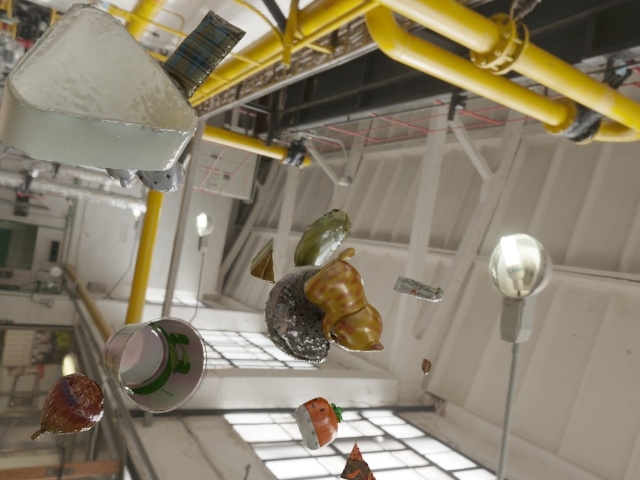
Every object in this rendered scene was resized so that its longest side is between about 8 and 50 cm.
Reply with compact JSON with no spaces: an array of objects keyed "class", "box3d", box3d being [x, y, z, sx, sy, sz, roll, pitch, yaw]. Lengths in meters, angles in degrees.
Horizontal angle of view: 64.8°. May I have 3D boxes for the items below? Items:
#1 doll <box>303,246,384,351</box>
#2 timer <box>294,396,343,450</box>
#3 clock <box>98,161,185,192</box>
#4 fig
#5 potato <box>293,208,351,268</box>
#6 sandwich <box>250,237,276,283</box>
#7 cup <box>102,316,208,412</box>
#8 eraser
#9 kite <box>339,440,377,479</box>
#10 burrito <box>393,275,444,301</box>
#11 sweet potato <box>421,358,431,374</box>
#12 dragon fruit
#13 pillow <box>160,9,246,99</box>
[{"class":"doll","box3d":[0.063,0.175,1.355,0.162,0.166,0.270,-23,-86,13]},{"class":"timer","box3d":[0.003,0.466,1.301,0.136,0.136,0.099,-69,-155,18]},{"class":"clock","box3d":[-0.393,-0.159,1.117,0.117,0.176,0.080,-55,-153,-1]},{"class":"fig","box3d":[-0.511,0.328,1.000,0.119,0.152,0.119,167,-90,-82]},{"class":"potato","box3d":[0.000,0.000,1.668,0.251,0.149,0.113,-45,-117,2]},{"class":"sandwich","box3d":[-0.184,0.080,1.951,0.163,0.113,0.079,-48,-151,32]},{"class":"cup","box3d":[-0.497,0.343,1.455,0.273,0.253,0.253,-7,-105,50]},{"class":"eraser","box3d":[-0.431,-0.298,0.972,0.150,0.331,0.332,-40,-131,42]},{"class":"kite","box3d":[0.121,0.804,1.757,0.222,0.125,0.008,-130,-145,-52]},{"class":"burrito","box3d":[0.375,0.186,1.925,0.064,0.203,0.064,-164,-90,-84]},{"class":"sweet potato","box3d":[0.338,0.404,1.611,0.095,0.034,0.034,-56,169,-69]},{"class":"dragon fruit","box3d":[-0.073,0.210,1.522,0.221,0.203,0.283,160,-52,-68]},{"class":"pillow","box3d":[-0.263,-0.407,1.105,0.113,0.038,0.203,35,-100,15]}]
